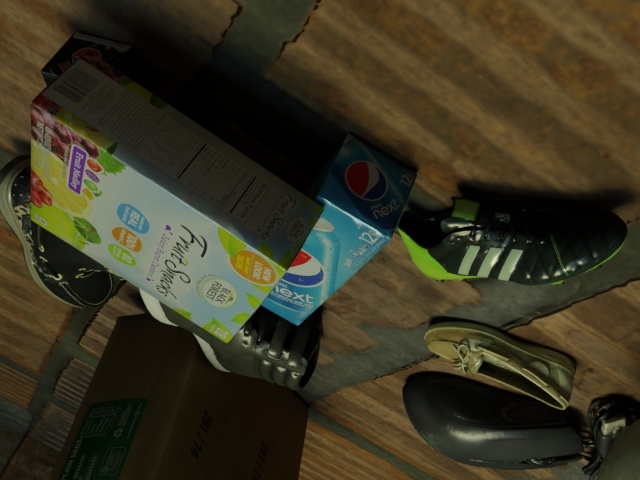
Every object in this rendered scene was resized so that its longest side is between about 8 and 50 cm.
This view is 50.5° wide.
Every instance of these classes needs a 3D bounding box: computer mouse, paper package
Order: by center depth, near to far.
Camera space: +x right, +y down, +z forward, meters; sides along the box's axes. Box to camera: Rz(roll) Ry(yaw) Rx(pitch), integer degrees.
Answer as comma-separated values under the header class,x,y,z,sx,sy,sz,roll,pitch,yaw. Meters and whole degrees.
class,x,y,z,sx,sy,sz,roll,pitch,yaw
computer mouse,0.218,0.228,0.785,0.272,0.072,0.188,9,145,23
paper package,-0.171,0.295,0.885,0.168,0.325,0.309,-14,132,25

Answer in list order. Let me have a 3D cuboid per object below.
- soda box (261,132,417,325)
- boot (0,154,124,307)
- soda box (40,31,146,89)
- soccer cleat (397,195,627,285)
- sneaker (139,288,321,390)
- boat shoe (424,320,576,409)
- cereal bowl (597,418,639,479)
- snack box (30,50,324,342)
class,x,y,z,sx,sy,sz,roll,pitch,yaw
soda box,0.000,0.000,0.600,0.067,0.071,0.210,29,147,-7
boot,-0.246,0.022,0.764,0.178,0.085,0.236,19,144,23
soda box,-0.182,-0.095,0.599,0.060,0.053,0.169,17,147,11
soccer cleat,0.137,-0.003,0.520,0.179,0.060,0.072,-7,135,44
sneaker,-0.081,0.073,0.738,0.146,0.105,0.296,7,150,22
boat shoe,0.177,0.125,0.685,0.153,0.048,0.056,18,147,10
cereal bowl,0.396,0.201,0.524,0.338,0.141,0.339,14,166,4
snack box,-0.124,-0.021,0.540,0.207,0.070,0.174,32,147,-5
